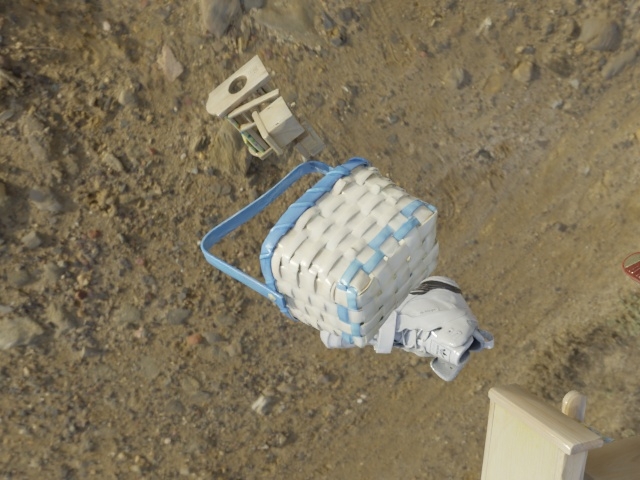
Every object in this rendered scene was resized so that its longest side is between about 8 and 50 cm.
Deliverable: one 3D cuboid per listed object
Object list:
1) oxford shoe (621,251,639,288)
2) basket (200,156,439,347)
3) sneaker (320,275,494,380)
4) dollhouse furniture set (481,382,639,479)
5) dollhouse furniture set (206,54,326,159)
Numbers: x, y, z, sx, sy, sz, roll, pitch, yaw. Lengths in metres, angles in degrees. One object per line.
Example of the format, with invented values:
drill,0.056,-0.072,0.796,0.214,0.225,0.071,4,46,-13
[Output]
oxford shoe,1.081,0.167,1.371,0.123,0.348,0.130,-41,116,21
basket,0.000,0.000,0.653,0.254,0.288,0.201,-41,147,-24
sneaker,0.195,0.204,0.999,0.365,0.210,0.138,-13,127,-17
dollhouse furniture set,0.502,0.394,0.814,0.393,0.362,0.257,-2,102,-21
dollhouse furniture set,-0.059,-0.138,0.663,0.101,0.161,0.182,-35,142,11
